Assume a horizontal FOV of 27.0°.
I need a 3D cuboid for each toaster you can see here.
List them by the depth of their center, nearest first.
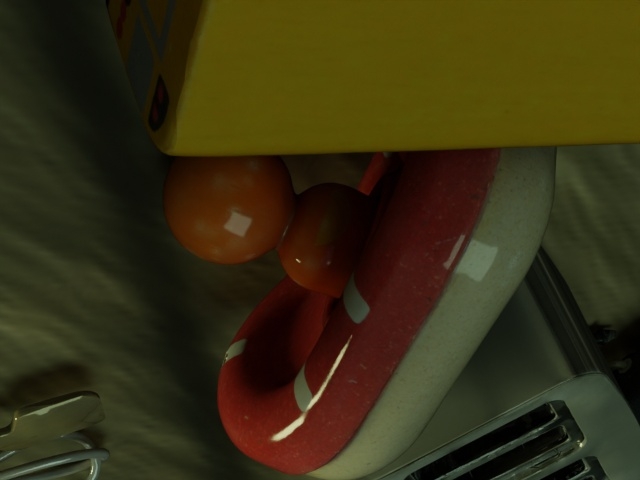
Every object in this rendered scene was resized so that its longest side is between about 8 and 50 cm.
[{"bbox_3d":[0.092,0.096,0.762,0.185,0.110,0.168,-28,143,6],"label":"toaster"}]

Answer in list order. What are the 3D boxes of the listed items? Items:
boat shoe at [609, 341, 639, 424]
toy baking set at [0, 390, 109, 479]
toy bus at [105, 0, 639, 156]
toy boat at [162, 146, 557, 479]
[{"bbox_3d":[0.236,0.097,0.858,0.302,0.091,0.114,-30,169,6],"label":"boat shoe"},{"bbox_3d":[-0.227,0.154,0.738,0.196,0.030,0.256,3,135,-34],"label":"toy baking set"},{"bbox_3d":[0.093,-0.109,0.503,0.332,0.130,0.108,-3,138,-24],"label":"toy bus"},{"bbox_3d":[0.000,0.000,0.605,0.151,0.151,0.231,22,129,-6],"label":"toy boat"}]
